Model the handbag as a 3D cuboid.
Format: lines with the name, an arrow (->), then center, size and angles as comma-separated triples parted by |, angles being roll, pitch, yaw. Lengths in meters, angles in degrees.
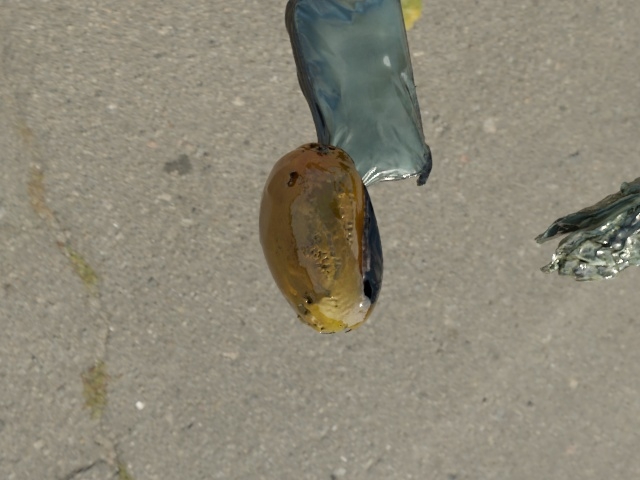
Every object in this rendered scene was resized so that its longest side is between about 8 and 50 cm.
handbag -> 0.064, -0.229, 1.476 | 0.192, 0.075, 0.332 | -16, 99, -20

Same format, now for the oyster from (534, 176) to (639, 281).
oyster -> 0.498, -0.022, 1.518 | 0.162, 0.351, 0.158 | -40, 110, -51

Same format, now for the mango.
mango -> 0.000, 0.000, 1.225 | 0.151, 0.156, 0.248 | -12, 100, 4
